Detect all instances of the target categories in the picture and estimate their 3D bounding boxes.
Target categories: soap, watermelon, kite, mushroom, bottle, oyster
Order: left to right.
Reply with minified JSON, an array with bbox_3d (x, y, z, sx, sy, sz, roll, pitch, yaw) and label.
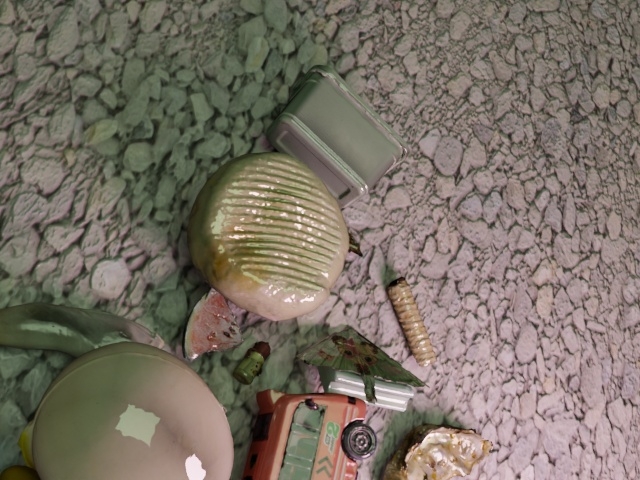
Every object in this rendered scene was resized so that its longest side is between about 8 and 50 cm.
[{"bbox_3d":[-0.480,0.185,1.522,0.352,0.097,0.109,15,63,-17],"label":"mushroom"},{"bbox_3d":[-0.230,0.195,1.657,0.139,0.071,0.187,37,53,-19],"label":"watermelon"},{"bbox_3d":[-0.143,0.259,1.685,0.047,0.063,0.101,27,57,16],"label":"bottle"},{"bbox_3d":[0.086,0.268,1.718,0.323,0.013,0.267,14,26,-20],"label":"kite"},{"bbox_3d":[0.099,0.308,1.747,0.198,0.066,0.119,17,25,-21],"label":"soap"},{"bbox_3d":[0.270,0.501,1.799,0.295,0.094,0.166,10,88,-33],"label":"oyster"}]

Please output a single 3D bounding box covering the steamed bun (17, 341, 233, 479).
[{"bbox_3d":[-0.331,0.363,1.402,0.334,0.334,0.373,-46,112,-30],"label":"steamed bun"}]

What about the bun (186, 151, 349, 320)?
[{"bbox_3d":[-0.117,-0.004,1.681,0.365,0.219,0.364,10,66,-24],"label":"bun"}]

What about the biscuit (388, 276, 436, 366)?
[{"bbox_3d":[0.217,0.195,1.875,0.061,0.055,0.219,-15,80,-46],"label":"biscuit"}]

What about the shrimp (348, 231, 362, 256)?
[{"bbox_3d":[0.001,-0.001,1.843,0.195,0.035,0.148,46,59,-1],"label":"shrimp"}]

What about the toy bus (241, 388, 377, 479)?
[{"bbox_3d":[-0.051,0.511,1.565,0.233,0.203,0.426,18,69,-15],"label":"toy bus"}]

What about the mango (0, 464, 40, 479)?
[{"bbox_3d":[-0.505,0.520,1.389,0.139,0.113,0.253,-27,83,-23],"label":"mango"}]

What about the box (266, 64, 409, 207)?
[{"bbox_3d":[0.028,-0.232,1.843,0.312,0.175,0.182,43,56,-8],"label":"box"}]
